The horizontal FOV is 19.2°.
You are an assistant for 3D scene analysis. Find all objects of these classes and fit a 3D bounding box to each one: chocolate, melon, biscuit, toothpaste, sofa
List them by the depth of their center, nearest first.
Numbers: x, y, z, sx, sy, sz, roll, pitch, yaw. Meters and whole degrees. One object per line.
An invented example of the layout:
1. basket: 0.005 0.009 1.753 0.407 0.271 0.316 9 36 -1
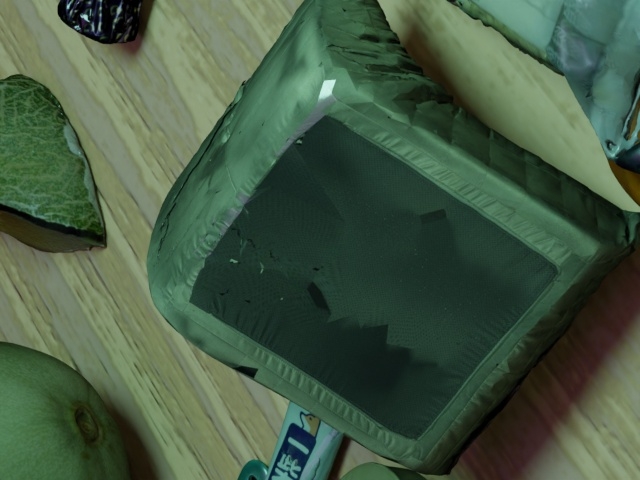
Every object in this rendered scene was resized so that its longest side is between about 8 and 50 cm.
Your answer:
1. biscuit: 0.111 -0.183 1.040 0.309 0.079 0.186 41 124 46
2. sofa: 0.038 -0.009 1.098 0.210 0.225 0.176 -56 12 23
3. toothpaste: -0.026 0.186 1.259 0.056 0.036 0.205 31 109 37
4. chocolate: -0.127 -0.208 1.320 0.147 0.072 0.070 -54 15 23
5. melon: -0.273 0.202 1.354 0.272 0.271 0.308 52 134 30
6. melon: -0.247 -0.066 1.418 0.093 0.202 0.139 -42 28 59

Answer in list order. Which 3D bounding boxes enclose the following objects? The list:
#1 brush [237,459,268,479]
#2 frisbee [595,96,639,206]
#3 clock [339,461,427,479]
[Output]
1. brush: -0.070 0.240 1.306 0.043 0.032 0.193 30 115 40
2. frisbee: 0.215 -0.097 0.989 0.192 0.035 0.192 -3 87 53
3. clock: 0.026 0.251 1.145 0.235 0.029 0.235 -168 90 -71
